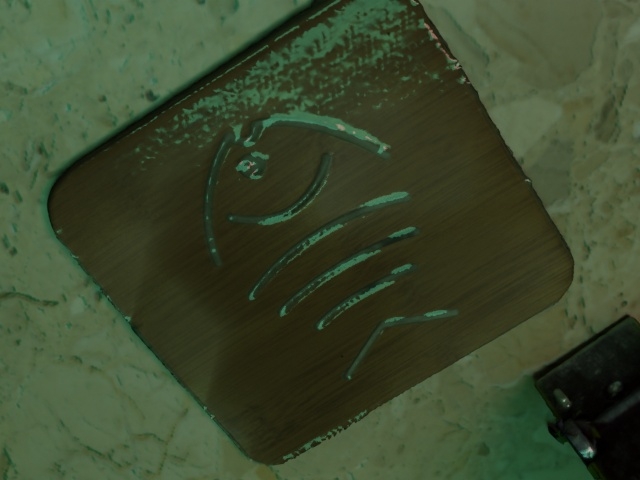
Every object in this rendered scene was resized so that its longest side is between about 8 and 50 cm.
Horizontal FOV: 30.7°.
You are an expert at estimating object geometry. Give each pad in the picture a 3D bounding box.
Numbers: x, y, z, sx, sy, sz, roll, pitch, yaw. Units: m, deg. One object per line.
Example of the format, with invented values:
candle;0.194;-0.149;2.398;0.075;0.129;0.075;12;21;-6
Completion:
pad;0.000;0.000;0.802;0.286;0.018;0.284;-32;116;7

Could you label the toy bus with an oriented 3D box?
toy bus;0.259;0.186;0.776;0.113;0.301;0.139;-36;121;6
